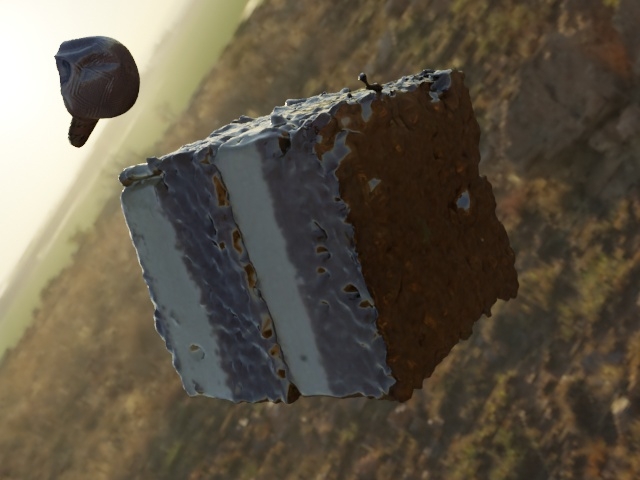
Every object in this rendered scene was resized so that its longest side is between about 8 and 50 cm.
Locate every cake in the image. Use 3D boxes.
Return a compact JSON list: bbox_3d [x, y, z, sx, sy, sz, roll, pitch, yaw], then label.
[{"bbox_3d":[0.000,0.000,1.045,0.290,0.281,0.256,-11,11,41],"label":"cake"}]

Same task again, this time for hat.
[{"bbox_3d":[-0.121,-0.085,0.598,0.087,0.042,0.058,108,160,-76],"label":"hat"}]
